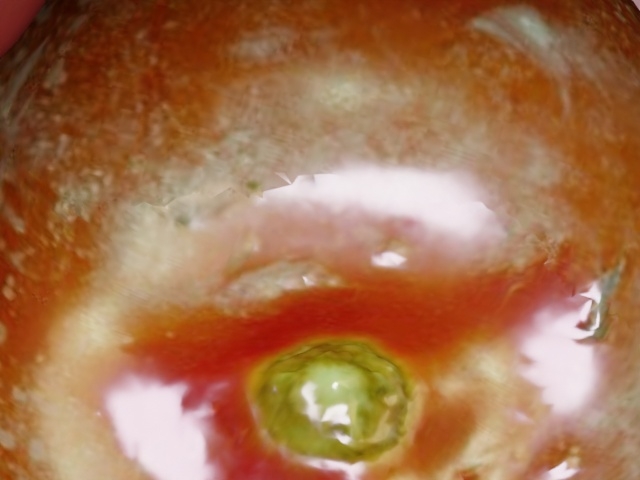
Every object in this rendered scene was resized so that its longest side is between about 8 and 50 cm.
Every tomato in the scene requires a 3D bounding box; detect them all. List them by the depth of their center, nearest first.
[{"bbox_3d":[0.000,0.000,0.635,0.270,0.223,0.270,-3,123,-4],"label":"tomato"}]

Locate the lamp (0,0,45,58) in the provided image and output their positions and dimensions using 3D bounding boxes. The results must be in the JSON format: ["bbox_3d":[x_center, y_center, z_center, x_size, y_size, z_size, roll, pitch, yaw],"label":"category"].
[{"bbox_3d":[-0.198,-0.147,0.484,0.303,0.303,0.257,21,-175,-2],"label":"lamp"}]
